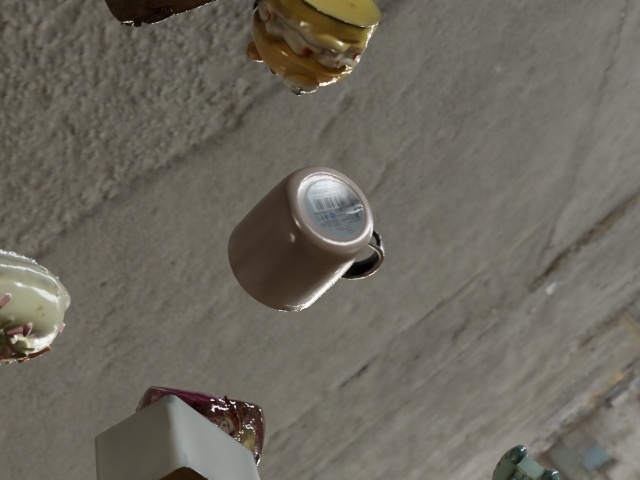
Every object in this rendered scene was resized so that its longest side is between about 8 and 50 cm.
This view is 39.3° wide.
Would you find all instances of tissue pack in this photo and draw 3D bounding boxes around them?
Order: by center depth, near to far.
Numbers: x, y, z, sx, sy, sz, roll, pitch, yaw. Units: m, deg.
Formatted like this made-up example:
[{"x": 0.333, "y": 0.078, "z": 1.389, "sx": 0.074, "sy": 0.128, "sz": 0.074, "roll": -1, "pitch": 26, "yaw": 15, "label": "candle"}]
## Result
[{"x": -0.212, "y": 0.371, "z": 1.380, "sx": 0.159, "sy": 0.136, "sz": 0.246, "roll": -32, "pitch": 135, "yaw": 10, "label": "tissue pack"}]

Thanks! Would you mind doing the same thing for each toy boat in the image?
[{"x": 0.410, "y": 0.510, "z": 1.836, "sx": 0.079, "sy": 0.134, "sz": 0.207, "roll": -41, "pitch": 154, "yaw": -34, "label": "toy boat"}]

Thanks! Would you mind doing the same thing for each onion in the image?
[{"x": -0.287, "y": 0.465, "z": 2.020, "sx": 0.337, "sy": 0.282, "sz": 0.260, "roll": 34, "pitch": 67, "yaw": -64, "label": "onion"}]

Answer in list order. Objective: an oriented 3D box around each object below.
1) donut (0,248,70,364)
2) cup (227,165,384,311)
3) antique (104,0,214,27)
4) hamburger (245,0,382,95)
[{"x": -0.648, "y": 0.133, "z": 1.620, "sx": 0.383, "sy": 0.142, "sz": 0.382, "roll": -4, "pitch": 157, "yaw": -2, "label": "donut"}, {"x": 0.000, "y": 0.000, "z": 1.510, "sx": 0.253, "sy": 0.191, "sz": 0.200, "roll": 17, "pitch": 145, "yaw": -24, "label": "cup"}, {"x": -0.246, "y": -0.485, "z": 1.662, "sx": 0.310, "sy": 0.087, "sz": 0.093, "roll": -19, "pitch": 122, "yaw": 9, "label": "antique"}, {"x": -0.029, "y": -0.443, "z": 1.915, "sx": 0.276, "sy": 0.276, "sz": 0.236, "roll": -14, "pitch": 147, "yaw": -49, "label": "hamburger"}]
